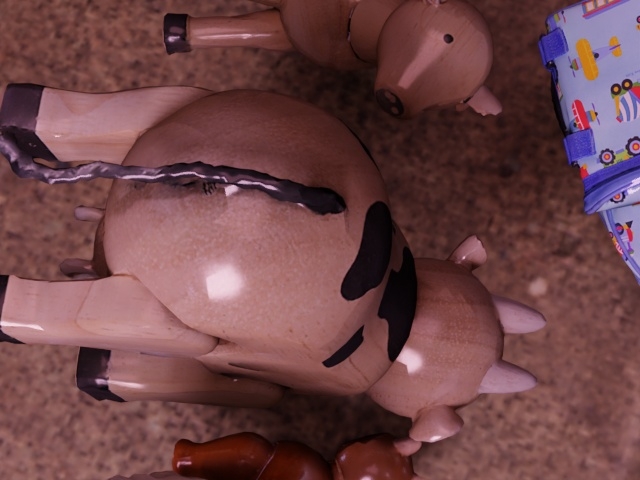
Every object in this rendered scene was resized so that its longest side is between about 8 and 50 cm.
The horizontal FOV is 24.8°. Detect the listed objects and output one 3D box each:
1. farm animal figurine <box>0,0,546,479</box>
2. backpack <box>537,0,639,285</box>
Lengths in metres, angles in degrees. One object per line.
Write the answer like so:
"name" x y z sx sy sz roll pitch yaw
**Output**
"farm animal figurine" 0.000 0.000 0.577 0.172 0.327 0.330 2 90 16
"backpack" 0.192 -0.037 0.667 0.158 0.117 0.173 -15 79 28
